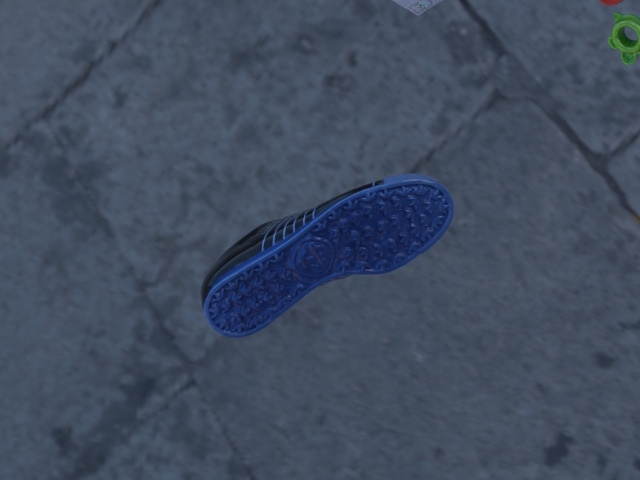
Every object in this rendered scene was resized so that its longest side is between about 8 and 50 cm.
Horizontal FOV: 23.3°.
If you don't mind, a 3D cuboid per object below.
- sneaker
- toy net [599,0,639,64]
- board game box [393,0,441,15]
[{"bbox_3d":[0.000,0.000,1.330,0.232,0.081,0.090,-25,22,2],"label":"sneaker"},{"bbox_3d":[0.267,-0.250,1.201,0.122,0.045,0.232,4,120,36],"label":"toy net"},{"bbox_3d":[0.061,-0.172,0.883,0.090,0.090,0.020,-28,58,33],"label":"board game box"}]
